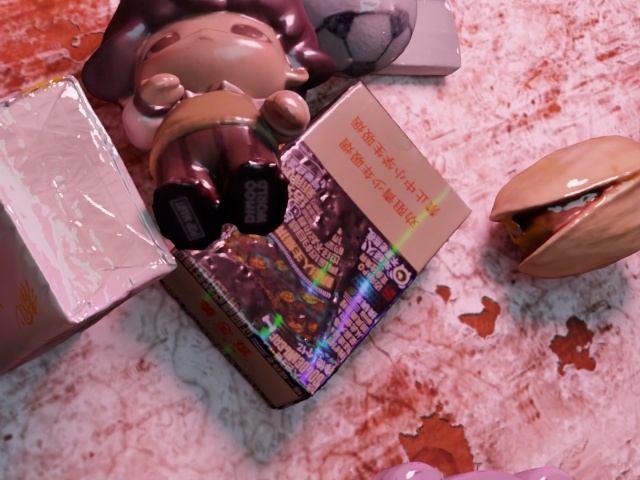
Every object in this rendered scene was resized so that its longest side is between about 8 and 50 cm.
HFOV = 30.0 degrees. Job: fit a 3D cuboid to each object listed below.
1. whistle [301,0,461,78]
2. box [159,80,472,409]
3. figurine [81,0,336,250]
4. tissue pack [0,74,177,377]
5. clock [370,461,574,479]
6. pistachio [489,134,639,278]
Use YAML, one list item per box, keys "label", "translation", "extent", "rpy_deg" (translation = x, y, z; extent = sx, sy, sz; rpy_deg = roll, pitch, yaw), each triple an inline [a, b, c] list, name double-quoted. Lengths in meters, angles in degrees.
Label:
- label: "whistle"
  translation: [0.061, -0.255, 1.325]
  extent: [0.290, 0.163, 0.163]
  rpy_deg: [-4, 75, -30]
- label: "box"
  translation: [0.000, 0.000, 1.245]
  extent: [0.198, 0.084, 0.310]
  rpy_deg: [49, 57, -7]
- label: "figurine"
  translation: [-0.110, -0.147, 1.099]
  extent: [0.206, 0.218, 0.365]
  rpy_deg: [60, 11, -21]
- label: "tissue pack"
  translation: [-0.249, -0.004, 1.021]
  extent: [0.124, 0.225, 0.185]
  rpy_deg: [-30, 90, -34]
- label: "clock"
  translation: [0.167, 0.386, 1.190]
  extent: [0.296, 0.113, 0.322]
  rpy_deg: [8, 69, -27]
- label: "pistachio"
  translation: [0.306, -0.038, 1.394]
  extent: [0.229, 0.157, 0.157]
  rpy_deg: [-23, 86, -21]
